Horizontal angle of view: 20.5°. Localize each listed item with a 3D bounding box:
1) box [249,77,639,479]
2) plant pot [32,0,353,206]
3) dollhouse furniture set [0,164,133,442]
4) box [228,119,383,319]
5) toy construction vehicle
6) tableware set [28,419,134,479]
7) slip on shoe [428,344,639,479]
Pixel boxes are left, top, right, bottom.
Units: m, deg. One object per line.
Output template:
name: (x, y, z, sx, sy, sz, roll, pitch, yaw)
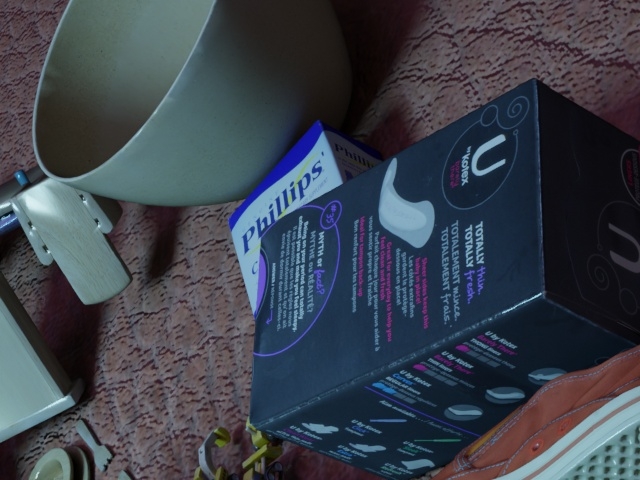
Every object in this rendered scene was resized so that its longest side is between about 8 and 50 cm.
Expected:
box: (0.093, 0.036, 1.187, 0.270, 0.143, 0.165, -28, 48, 41)
plant pot: (-0.085, -0.142, 1.484, 0.284, 0.191, 0.284, -37, 39, 38)
dollhouse furniture set: (-0.275, 0.028, 1.756, 0.286, 0.198, 0.303, -27, 14, 15)
box: (0.000, 0.000, 1.398, 0.126, 0.072, 0.137, -46, 38, 25)
toy construction vehicle: (-0.065, 0.174, 1.395, 0.086, 0.035, 0.098, -39, 29, 35)
tableware set: (-0.224, 0.246, 1.575, 0.128, 0.039, 0.194, -61, 35, 6)
slip on shoe: (0.135, 0.158, 1.103, 0.331, 0.123, 0.101, -38, 20, 34)
